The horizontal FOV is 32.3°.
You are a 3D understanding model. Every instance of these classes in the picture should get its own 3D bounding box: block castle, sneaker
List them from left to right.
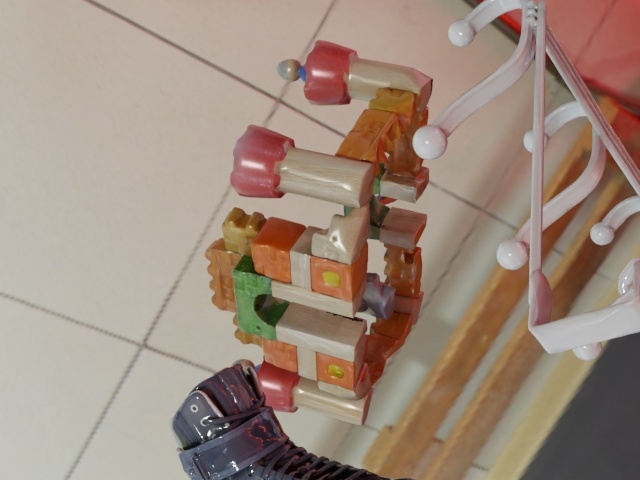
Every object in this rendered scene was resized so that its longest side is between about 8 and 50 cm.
[{"bbox_3d":[-0.026,0.169,0.865,0.086,0.226,0.163,-16,85,-51],"label":"sneaker"},{"bbox_3d":[0.000,0.000,1.457,0.303,0.213,0.453,-58,154,-45],"label":"block castle"}]

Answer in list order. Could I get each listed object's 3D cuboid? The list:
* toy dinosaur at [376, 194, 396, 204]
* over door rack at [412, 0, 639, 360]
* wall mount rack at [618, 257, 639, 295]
[{"bbox_3d":[0.096,-0.068,1.697,0.082,0.090,0.047,-57,151,-38],"label":"toy dinosaur"},{"bbox_3d":[0.164,0.017,0.688,0.108,0.324,0.239,-29,125,21],"label":"over door rack"},{"bbox_3d":[0.443,-0.026,1.117,0.304,0.350,0.130,-45,82,7],"label":"wall mount rack"}]
